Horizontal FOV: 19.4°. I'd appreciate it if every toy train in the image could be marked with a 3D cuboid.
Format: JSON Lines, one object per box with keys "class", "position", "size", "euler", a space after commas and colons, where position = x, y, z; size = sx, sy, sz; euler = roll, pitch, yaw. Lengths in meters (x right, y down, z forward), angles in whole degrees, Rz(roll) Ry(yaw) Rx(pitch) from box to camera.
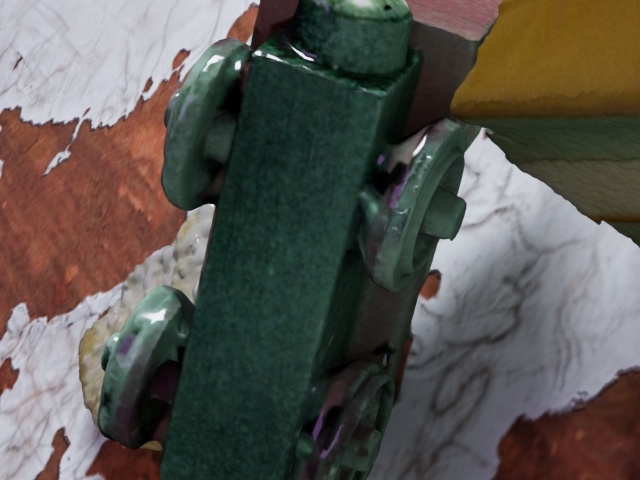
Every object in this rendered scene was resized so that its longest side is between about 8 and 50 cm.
{"class": "toy train", "position": [0.000, 0.000, 0.944], "size": [0.221, 0.150, 0.304], "euler": [-46, -25, -62]}

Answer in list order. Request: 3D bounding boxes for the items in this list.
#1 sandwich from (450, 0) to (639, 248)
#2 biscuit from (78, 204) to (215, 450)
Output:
{"class": "sandwich", "position": [0.171, -0.060, 0.795], "size": [0.198, 0.155, 0.227], "euler": [-37, 35, 36]}
{"class": "biscuit", "position": [-0.072, 0.047, 1.184], "size": [0.265, 0.040, 0.188], "euler": [-10, 54, 52]}
